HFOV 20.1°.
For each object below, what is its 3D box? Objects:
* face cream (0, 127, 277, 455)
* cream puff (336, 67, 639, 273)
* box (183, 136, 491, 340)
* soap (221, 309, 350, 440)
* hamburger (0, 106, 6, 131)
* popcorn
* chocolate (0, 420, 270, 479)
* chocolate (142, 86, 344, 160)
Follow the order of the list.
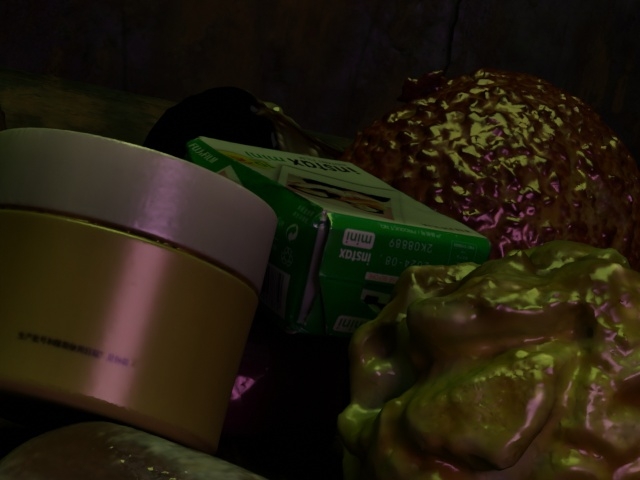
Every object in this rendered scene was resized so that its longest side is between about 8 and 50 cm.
[{"bbox_3d":[-0.156,0.043,1.278,0.218,0.179,0.218,14,-14,3],"label":"face cream"},{"bbox_3d":[0.161,0.001,1.644,0.350,0.350,0.228,11,-12,-11],"label":"cream puff"},{"bbox_3d":[0.000,0.000,1.442,0.180,0.103,0.250,9,14,-33],"label":"box"},{"bbox_3d":[-0.115,0.074,1.507,0.325,0.127,0.220,13,13,-8],"label":"soap"},{"bbox_3d":[-0.422,-0.096,1.685,0.237,0.237,0.149,19,-6,30],"label":"hamburger"},{"bbox_3d":[0.137,0.123,1.260,0.282,0.247,0.282,3,5,0],"label":"popcorn"},{"bbox_3d":[-0.087,0.172,1.139,0.261,0.083,0.161,18,10,26],"label":"chocolate"},{"bbox_3d":[-0.046,-0.017,1.847,0.210,0.225,0.340,22,6,-29],"label":"chocolate"}]
